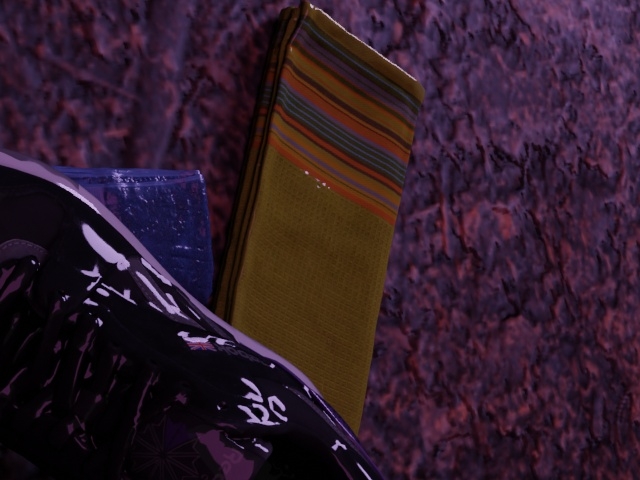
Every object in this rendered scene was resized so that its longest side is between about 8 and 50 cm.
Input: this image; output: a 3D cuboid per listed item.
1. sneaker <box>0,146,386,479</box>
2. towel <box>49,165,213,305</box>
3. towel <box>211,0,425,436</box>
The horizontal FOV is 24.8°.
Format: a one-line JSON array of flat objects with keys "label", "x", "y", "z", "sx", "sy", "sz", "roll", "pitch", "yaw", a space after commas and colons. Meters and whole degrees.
[{"label": "sneaker", "x": -0.075, "y": 0.054, "z": 0.569, "sx": 0.283, "sy": 0.124, "sz": 0.107, "roll": 32, "pitch": 90, "yaw": -31}, {"label": "towel", "x": -0.100, "y": 0.000, "z": 0.649, "sx": 0.119, "sy": 0.029, "sz": 0.067, "roll": 0, "pitch": 79, "yaw": -42}, {"label": "towel", "x": 0.000, "y": 0.000, "z": 0.745, "sx": 0.102, "sy": 0.021, "sz": 0.237, "roll": 27, "pitch": 62, "yaw": -33}]
